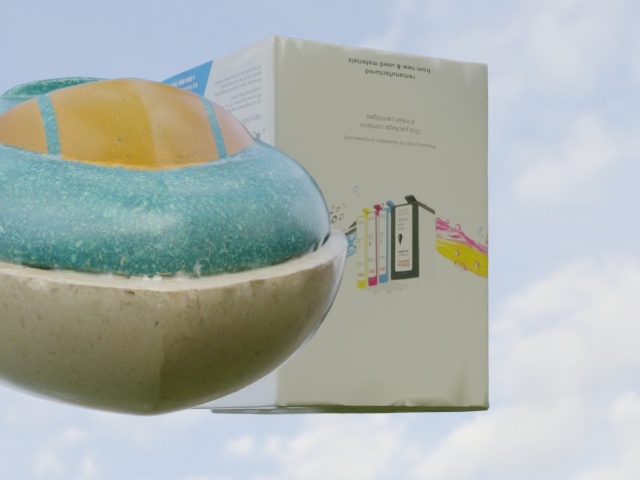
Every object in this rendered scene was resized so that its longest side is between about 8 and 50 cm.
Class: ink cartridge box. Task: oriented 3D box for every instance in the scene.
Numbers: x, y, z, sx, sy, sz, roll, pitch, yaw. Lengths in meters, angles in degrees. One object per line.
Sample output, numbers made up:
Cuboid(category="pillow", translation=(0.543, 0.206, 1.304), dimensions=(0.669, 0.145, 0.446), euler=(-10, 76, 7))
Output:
Cuboid(category="ink cartridge box", translation=(0.000, 0.000, 1.127), dimensions=(0.168, 0.232, 0.171), euler=(4, -6, -30))

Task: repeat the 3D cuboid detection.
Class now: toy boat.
Cuboid(category="toy boat", translation=(-0.147, -0.019, 0.685), dimensions=(0.318, 0.267, 0.148), euler=(-1, -78, -21))
